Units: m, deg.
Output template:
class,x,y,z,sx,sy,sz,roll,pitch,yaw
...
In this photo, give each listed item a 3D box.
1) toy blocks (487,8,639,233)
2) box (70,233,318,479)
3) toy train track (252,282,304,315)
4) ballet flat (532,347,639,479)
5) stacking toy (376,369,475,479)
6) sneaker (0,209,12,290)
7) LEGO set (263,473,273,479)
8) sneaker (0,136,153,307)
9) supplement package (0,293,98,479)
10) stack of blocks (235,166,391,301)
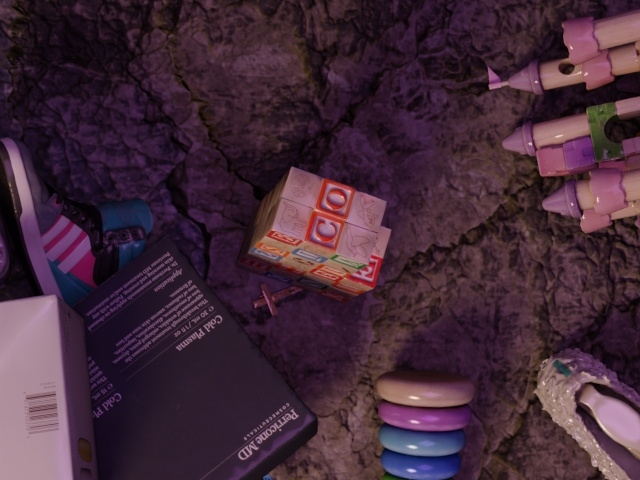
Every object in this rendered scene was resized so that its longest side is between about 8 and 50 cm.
class,x,y,z,sx,sy,sz,roll,pitch,yaw
toy blocks,0.393,-0.144,1.751,0.260,0.309,0.288,-12,77,22
box,-0.230,0.229,1.576,0.343,0.179,0.312,-37,77,-9
toy train track,-0.059,0.079,1.735,0.083,0.014,0.048,-20,85,-16
ballet flat,0.480,0.321,1.767,0.409,0.147,0.147,41,82,-8
stacking toy,0.143,0.356,1.709,0.141,0.141,0.330,2,92,-10
sneaker,-0.489,-0.053,1.617,0.105,0.115,0.281,-18,71,-7
LEGO set,-0.135,0.364,1.682,0.227,0.093,0.087,-29,62,-5
sneaker,-0.317,-0.031,1.596,0.178,0.124,0.295,-25,132,-19
supplement package,-0.380,0.216,1.412,0.204,0.145,0.262,-8,76,-1
stack of blocks,0.000,0.000,1.600,0.171,0.297,0.087,19,77,-8
